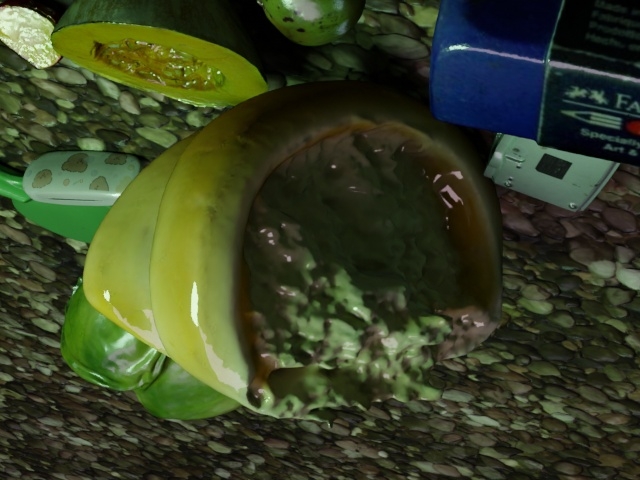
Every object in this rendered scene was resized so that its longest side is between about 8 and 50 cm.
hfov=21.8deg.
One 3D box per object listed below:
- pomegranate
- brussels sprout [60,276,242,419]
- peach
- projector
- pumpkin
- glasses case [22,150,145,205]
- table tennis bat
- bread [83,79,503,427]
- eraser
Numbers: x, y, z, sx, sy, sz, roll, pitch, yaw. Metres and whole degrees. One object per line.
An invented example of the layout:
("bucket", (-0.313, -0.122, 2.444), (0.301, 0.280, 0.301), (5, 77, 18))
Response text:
("pomegranate", (0.011, -0.234, 1.459), (0.142, 0.114, 0.114), (-17, 146, 5))
("brussels sprout", (-0.169, 0.096, 2.038), (0.294, 0.227, 0.259), (-22, 142, 4))
("peach", (-0.304, -0.219, 1.725), (0.083, 0.050, 0.077), (3, 127, 10))
("projector", (0.232, -0.094, 1.622), (0.115, 0.061, 0.147), (21, 152, -2))
("pumpkin", (-0.148, -0.209, 1.608), (0.217, 0.110, 0.217), (7, 162, 2))
("glasses case", (-0.282, -0.074, 1.972), (0.164, 0.063, 0.041), (4, 149, 27))
("table tennis bat", (-0.350, -0.054, 2.086), (0.257, 0.039, 0.160), (24, 154, -22))
("bread", (-0.005, 0.024, 1.627), (0.424, 0.329, 0.245), (-12, 170, -43))
("eraser", (0.264, -0.144, 1.460), (0.332, 0.102, 0.155), (12, 152, 10))
